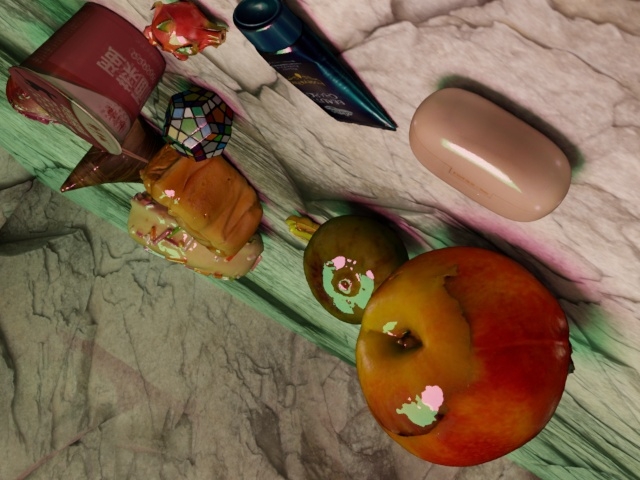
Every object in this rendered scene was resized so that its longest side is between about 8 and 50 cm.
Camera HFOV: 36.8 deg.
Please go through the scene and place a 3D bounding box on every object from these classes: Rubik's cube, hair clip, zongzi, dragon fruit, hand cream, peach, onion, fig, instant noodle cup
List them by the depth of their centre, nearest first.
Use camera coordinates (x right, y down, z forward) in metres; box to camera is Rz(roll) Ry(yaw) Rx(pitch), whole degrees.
[{"bbox_3d":[-0.006,-0.224,1.274,0.120,0.061,0.270,15,165,41],"label":"hand cream"},{"bbox_3d":[-0.191,-0.300,1.376,0.116,0.086,0.081,20,124,22],"label":"dragon fruit"},{"bbox_3d":[0.238,0.180,1.518,0.370,0.370,0.370,32,167,9],"label":"peach"},{"bbox_3d":[-0.394,-0.288,1.679,0.234,0.178,0.235,33,167,8],"label":"instant noodle cup"},{"bbox_3d":[-0.217,-0.205,1.700,0.111,0.133,0.133,13,175,-21],"label":"Rubik's cube"},{"bbox_3d":[0.076,0.041,1.769,0.203,0.203,0.225,32,-156,10],"label":"fig"},{"bbox_3d":[-0.508,-0.321,1.933,0.229,0.164,0.230,1,164,0],"label":"onion"},{"bbox_3d":[0.000,0.000,2.042,0.173,0.046,0.072,36,157,-12],"label":"hair clip"},{"bbox_3d":[-0.434,-0.140,2.162,0.111,0.241,0.248,26,165,46],"label":"zongzi"}]

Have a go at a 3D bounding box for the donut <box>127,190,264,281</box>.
[{"bbox_3d":[-0.290,-0.007,2.340,0.307,0.150,0.371,21,-179,11],"label":"donut"}]

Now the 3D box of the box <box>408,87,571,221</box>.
[{"bbox_3d":[0.196,-0.099,1.127,0.200,0.088,0.146,32,166,6],"label":"box"}]

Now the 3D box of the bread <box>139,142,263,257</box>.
[{"bbox_3d":[-0.245,-0.091,2.046,0.132,0.167,0.294,23,162,40],"label":"bread"}]
